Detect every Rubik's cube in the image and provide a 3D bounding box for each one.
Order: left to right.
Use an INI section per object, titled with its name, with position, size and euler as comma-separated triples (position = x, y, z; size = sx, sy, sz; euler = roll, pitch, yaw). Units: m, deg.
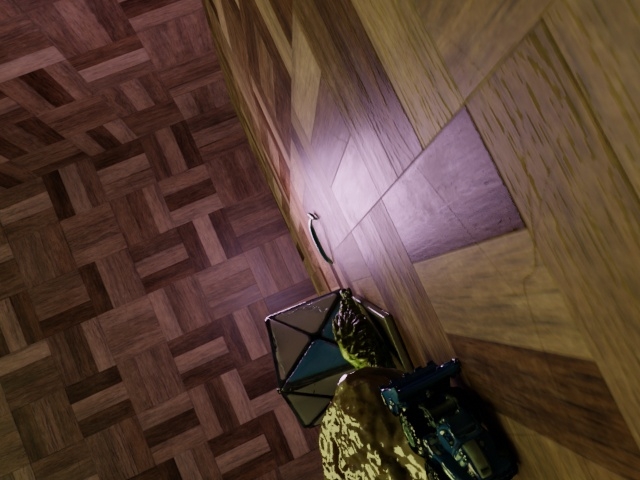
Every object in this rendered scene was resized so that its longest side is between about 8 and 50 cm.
[Rubik's cube]
position = 0.017, 0.382, 1.490
size = 0.306, 0.306, 0.310
euler = -110, 0, -45

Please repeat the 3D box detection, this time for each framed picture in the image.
[framed picture]
position = 0.170, 0.274, 1.153
size = 0.335, 0.022, 0.247
euler = -178, 65, -83

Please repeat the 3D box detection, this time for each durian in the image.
[durian]
position = 0.096, 0.246, 1.113
size = 0.375, 0.107, 0.132
euler = -116, 1, -57

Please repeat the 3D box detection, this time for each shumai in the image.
[shumai]
position = 0.137, 0.383, 0.752
size = 0.313, 0.267, 0.262
euler = 64, 173, -9

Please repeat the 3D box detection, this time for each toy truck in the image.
[toy truck]
position = 0.178, 0.262, 0.661
size = 0.208, 0.113, 0.126
euler = 55, 163, 44

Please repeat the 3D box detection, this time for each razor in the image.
[razor]
position = -0.004, 0.001, 1.493
size = 0.068, 0.037, 0.191
euler = -132, 20, -66
